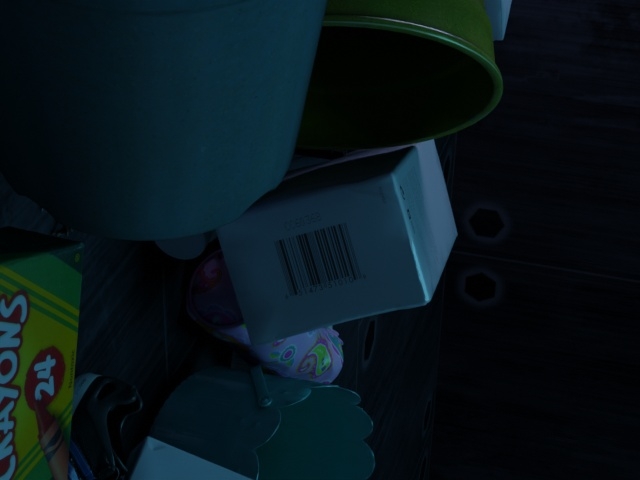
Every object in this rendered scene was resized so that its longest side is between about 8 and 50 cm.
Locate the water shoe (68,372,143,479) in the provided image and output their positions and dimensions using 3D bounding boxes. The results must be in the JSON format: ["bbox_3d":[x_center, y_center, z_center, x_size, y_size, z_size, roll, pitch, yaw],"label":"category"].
[{"bbox_3d":[-0.235,0.230,1.391,0.073,0.080,0.203,65,37,-67],"label":"water shoe"}]

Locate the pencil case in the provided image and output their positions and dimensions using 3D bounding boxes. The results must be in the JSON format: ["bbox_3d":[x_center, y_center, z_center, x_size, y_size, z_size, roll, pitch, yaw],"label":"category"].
[{"bbox_3d":[-0.065,0.112,1.826,0.284,0.124,0.124,47,52,-56],"label":"pencil case"}]

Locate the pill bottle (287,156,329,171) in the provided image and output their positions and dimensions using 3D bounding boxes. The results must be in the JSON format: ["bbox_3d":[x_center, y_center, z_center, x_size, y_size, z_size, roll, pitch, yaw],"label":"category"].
[{"bbox_3d":[0.000,0.000,2.043,0.283,0.161,0.161,69,33,-64],"label":"pill bottle"}]

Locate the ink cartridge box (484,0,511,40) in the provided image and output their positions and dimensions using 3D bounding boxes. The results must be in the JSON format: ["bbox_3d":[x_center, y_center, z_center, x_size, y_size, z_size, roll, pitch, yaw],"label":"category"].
[{"bbox_3d":[0.126,-0.461,1.973,0.395,0.285,0.166,71,31,-65],"label":"ink cartridge box"}]

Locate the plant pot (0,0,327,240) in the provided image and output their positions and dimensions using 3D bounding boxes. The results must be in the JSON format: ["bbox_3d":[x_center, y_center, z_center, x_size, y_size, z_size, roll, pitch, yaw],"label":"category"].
[{"bbox_3d":[-0.131,-0.201,1.055,0.334,0.341,0.341,97,11,-48],"label":"plant pot"}]

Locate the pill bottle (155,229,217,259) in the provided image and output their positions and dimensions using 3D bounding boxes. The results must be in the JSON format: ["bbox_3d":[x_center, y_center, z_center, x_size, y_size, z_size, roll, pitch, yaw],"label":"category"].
[{"bbox_3d":[-0.139,-0.044,1.606,0.137,0.078,0.078,-65,160,-50],"label":"pill bottle"}]

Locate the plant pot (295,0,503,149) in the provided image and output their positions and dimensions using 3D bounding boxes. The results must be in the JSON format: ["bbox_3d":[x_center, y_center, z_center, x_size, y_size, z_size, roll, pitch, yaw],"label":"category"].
[{"bbox_3d":[0.020,-0.328,1.582,0.366,0.366,0.353,57,34,-71],"label":"plant pot"}]

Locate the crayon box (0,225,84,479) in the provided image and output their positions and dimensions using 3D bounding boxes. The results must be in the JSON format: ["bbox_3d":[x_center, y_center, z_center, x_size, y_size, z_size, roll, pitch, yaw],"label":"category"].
[{"bbox_3d":[-0.290,0.113,0.973,0.318,0.081,0.202,-19,118,-62],"label":"crayon box"}]

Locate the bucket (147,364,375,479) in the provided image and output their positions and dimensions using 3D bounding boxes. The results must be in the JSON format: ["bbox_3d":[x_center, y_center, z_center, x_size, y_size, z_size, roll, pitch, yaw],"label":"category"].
[{"bbox_3d":[-0.078,0.288,1.727,0.281,0.183,0.281,-24,120,-51],"label":"bucket"}]

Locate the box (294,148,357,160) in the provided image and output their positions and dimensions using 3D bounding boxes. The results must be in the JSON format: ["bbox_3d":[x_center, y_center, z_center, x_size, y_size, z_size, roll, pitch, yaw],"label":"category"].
[{"bbox_3d":[0.001,-0.218,1.910,0.108,0.153,0.207,-27,125,-73],"label":"box"}]

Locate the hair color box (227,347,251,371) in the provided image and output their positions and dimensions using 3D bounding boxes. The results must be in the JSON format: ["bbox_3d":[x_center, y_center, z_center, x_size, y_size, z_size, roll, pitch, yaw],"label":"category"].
[{"bbox_3d":[-0.086,0.162,2.033,0.167,0.053,0.093,0,98,-75],"label":"hair color box"}]

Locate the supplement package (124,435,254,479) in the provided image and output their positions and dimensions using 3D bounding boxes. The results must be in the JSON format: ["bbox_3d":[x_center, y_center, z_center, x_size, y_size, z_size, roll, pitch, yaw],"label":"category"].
[{"bbox_3d":[-0.146,0.368,1.454,0.145,0.204,0.262,135,-22,-70],"label":"supplement package"}]

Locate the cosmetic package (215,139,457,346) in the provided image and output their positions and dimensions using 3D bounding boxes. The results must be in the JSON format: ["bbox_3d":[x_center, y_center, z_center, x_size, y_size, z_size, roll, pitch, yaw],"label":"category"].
[{"bbox_3d":[0.033,-0.013,1.680,0.385,0.217,0.156,-40,114,-74],"label":"cosmetic package"}]

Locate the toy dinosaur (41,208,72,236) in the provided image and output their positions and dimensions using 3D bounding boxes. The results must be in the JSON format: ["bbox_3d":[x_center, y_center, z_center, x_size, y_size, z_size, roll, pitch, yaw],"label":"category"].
[{"bbox_3d":[-0.240,-0.045,1.312,0.090,0.047,0.082,-129,-150,-63],"label":"toy dinosaur"}]
